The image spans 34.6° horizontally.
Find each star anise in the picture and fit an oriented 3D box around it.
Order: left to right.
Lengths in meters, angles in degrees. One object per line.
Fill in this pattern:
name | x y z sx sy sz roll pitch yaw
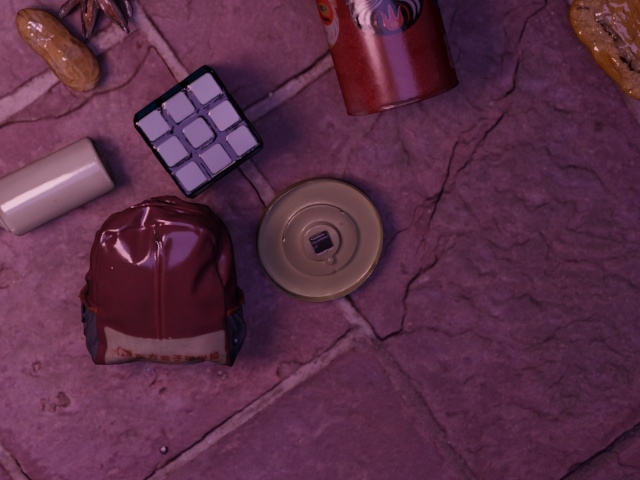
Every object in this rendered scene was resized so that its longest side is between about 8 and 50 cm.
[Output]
star anise | -0.381 -0.437 1.714 0.182 0.065 0.195 24 100 -8

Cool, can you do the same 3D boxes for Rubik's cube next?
Rubik's cube | -0.208 -0.186 1.740 0.160 0.162 0.163 -36 103 -2

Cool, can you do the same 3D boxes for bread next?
bread | 0.572 -0.379 1.853 0.174 0.121 0.245 -46 100 -7

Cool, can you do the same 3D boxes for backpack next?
backpack | -0.270 0.064 1.741 0.283 0.197 0.317 -3 125 -7

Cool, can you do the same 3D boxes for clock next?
clock | 0.000 0.000 1.861 0.234 0.029 0.235 -3 111 -9

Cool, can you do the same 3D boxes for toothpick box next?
toothpick box | 0.096 -0.397 1.729 0.204 0.204 0.333 -17 104 -6

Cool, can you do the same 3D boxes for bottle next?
bottle | -0.478 -0.080 1.747 0.245 0.104 0.104 -27 104 -4

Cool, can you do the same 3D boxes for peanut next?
peanut | -0.437 -0.320 1.717 0.080 0.080 0.174 -45 105 1
